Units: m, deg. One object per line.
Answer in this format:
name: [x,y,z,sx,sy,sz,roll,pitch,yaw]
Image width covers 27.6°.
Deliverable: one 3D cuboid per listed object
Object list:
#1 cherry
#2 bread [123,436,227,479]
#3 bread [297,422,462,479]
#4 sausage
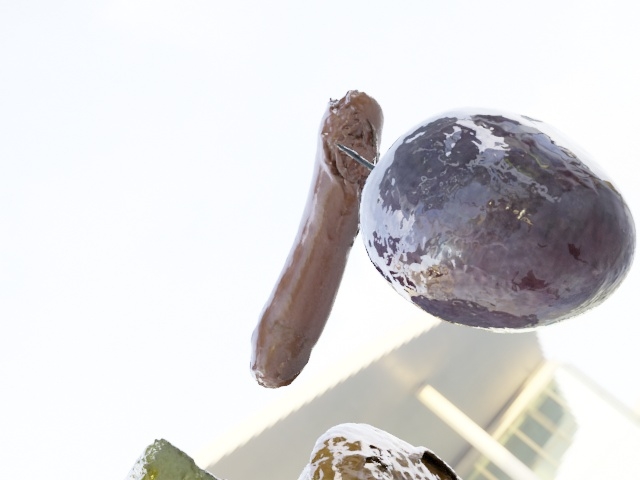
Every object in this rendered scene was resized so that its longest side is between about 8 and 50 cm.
cherry: [0.144,-0.014,1.065,0.213,0.266,0.183,5,-76,-35]
bread: [-0.182,0.311,1.327,0.160,0.140,0.169,-53,-1,-33]
bread: [0.095,0.378,1.401,0.337,0.358,0.204,32,-70,-19]
sausage: [-0.001,0.000,1.275,0.078,0.078,0.304,15,-87,-61]
